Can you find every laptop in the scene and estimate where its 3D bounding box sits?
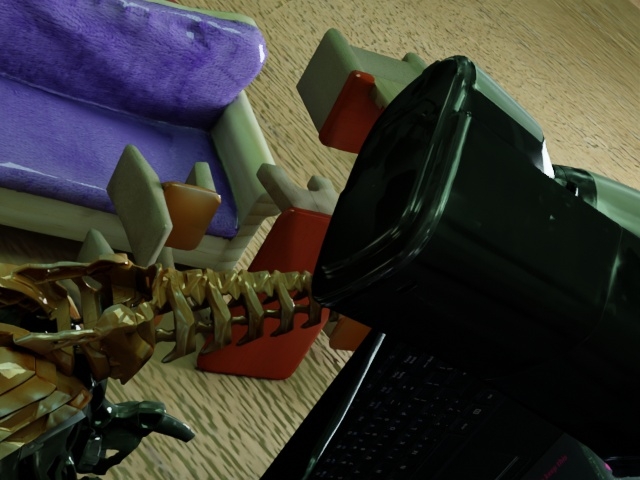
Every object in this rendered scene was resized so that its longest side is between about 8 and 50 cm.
[{"bbox_3d":[0.033,0.157,0.608,0.264,0.234,0.136,15,36,-30],"label":"laptop"}]

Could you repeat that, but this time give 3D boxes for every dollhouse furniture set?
[{"bbox_3d":[0.000,0.000,0.778,0.262,0.259,0.135,10,34,-33],"label":"dollhouse furniture set"}]

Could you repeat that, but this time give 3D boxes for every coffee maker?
[{"bbox_3d":[0.097,0.025,0.503,0.178,0.120,0.171,28,37,-19],"label":"coffee maker"}]

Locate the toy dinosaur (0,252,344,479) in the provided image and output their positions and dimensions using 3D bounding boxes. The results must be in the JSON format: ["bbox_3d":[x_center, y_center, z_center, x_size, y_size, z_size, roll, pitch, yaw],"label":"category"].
[{"bbox_3d":[-0.149,0.088,0.535,0.322,0.218,0.164,-4,46,16],"label":"toy dinosaur"}]

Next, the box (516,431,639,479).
[{"bbox_3d":[0.189,0.217,0.739,0.143,0.165,0.270,12,37,-32],"label":"box"}]

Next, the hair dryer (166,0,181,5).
[{"bbox_3d":[-0.203,-0.209,1.012,0.224,0.080,0.293,24,11,-33],"label":"hair dryer"}]

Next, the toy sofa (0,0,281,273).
[{"bbox_3d":[-0.202,-0.096,0.807,0.363,0.177,0.150,14,35,-32],"label":"toy sofa"}]
